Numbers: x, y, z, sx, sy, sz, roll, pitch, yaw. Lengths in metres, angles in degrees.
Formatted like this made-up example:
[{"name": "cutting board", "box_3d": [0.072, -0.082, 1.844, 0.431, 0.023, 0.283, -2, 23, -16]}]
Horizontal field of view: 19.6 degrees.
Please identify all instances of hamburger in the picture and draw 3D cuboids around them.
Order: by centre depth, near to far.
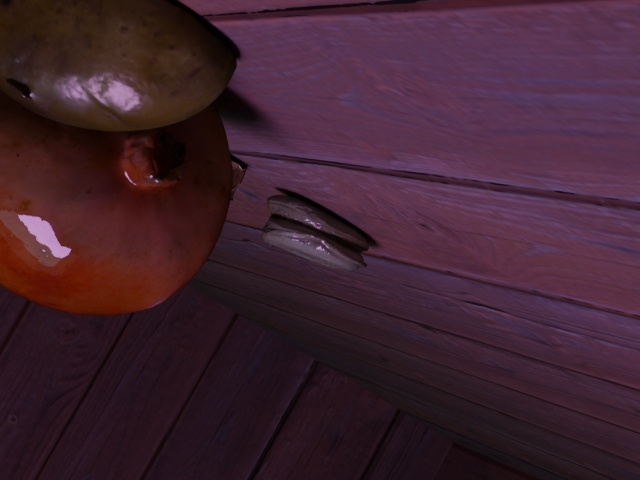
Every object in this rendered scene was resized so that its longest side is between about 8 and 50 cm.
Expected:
[{"name": "hamburger", "box_3d": [0.002, -0.003, 1.886, 0.121, 0.054, 0.084, 29, 170, -18]}]

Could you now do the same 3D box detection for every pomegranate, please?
[{"name": "pomegranate", "box_3d": [-0.189, -0.060, 1.528, 0.252, 0.229, 0.270, 39, 161, -20]}]

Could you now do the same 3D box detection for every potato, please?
[{"name": "potato", "box_3d": [-0.196, -0.149, 1.376, 0.271, 0.111, 0.160, 26, 171, 20]}]

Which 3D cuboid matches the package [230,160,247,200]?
[{"name": "package", "box_3d": [-0.142, -0.087, 1.863, 0.131, 0.047, 0.071, 30, 177, -24]}]
